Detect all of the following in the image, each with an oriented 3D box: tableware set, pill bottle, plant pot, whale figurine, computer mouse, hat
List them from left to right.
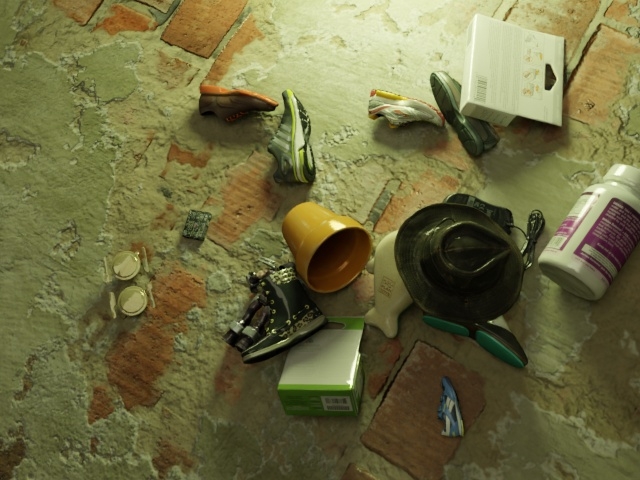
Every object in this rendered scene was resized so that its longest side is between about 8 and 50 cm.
[{"bbox_3d":[-0.544,0.126,2.051,0.128,0.039,0.194,-15,73,-2],"label":"tableware set"},{"bbox_3d":[0.000,0.000,1.863,0.205,0.205,0.188,-42,50,-2],"label":"plant pot"},{"bbox_3d":[0.210,0.107,1.804,0.216,0.141,0.272,28,103,36],"label":"whale figurine"},{"bbox_3d":[0.345,0.030,1.658,0.331,0.134,0.332,6,67,-13],"label":"hat"},{"bbox_3d":[0.422,-0.011,1.811,0.261,0.060,0.184,13,71,8],"label":"computer mouse"},{"bbox_3d":[0.660,-0.024,1.684,0.169,0.169,0.302,34,83,24],"label":"pill bottle"}]

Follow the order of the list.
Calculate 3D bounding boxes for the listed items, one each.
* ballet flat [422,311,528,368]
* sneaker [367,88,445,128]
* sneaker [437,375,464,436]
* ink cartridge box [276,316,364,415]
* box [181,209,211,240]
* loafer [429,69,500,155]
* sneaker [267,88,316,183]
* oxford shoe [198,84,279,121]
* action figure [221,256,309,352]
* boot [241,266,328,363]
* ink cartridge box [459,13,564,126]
[{"bbox_3d":[0.382,0.203,1.727,0.280,0.095,0.096,26,67,23],"label":"ballet flat"},{"bbox_3d":[0.236,-0.347,1.981,0.225,0.088,0.093,18,97,21],"label":"sneaker"},{"bbox_3d":[0.301,0.395,1.701,0.059,0.053,0.144,-14,67,13],"label":"sneaker"},{"bbox_3d":[0.017,0.309,1.800,0.188,0.097,0.255,-2,36,16],"label":"ink cartridge box"},{"bbox_3d":[-0.356,-0.045,2.066,0.067,0.018,0.083,8,73,19],"label":"box"},{"bbox_3d":[0.387,-0.350,1.935,0.084,0.096,0.268,-22,72,-13],"label":"loafer"},{"bbox_3d":[-0.095,-0.295,2.036,0.121,0.111,0.300,-12,66,16],"label":"sneaker"},{"bbox_3d":[-0.244,-0.396,2.130,0.271,0.097,0.099,13,94,29],"label":"oxford shoe"},{"bbox_3d":[-0.146,0.165,1.893,0.185,0.099,0.285,28,77,30],"label":"action figure"},{"bbox_3d":[-0.120,0.187,1.787,0.236,0.085,0.179,-26,76,-17],"label":"boot"},{"bbox_3d":[0.515,-0.443,1.918,0.261,0.066,0.297,13,66,-7],"label":"ink cartridge box"}]
